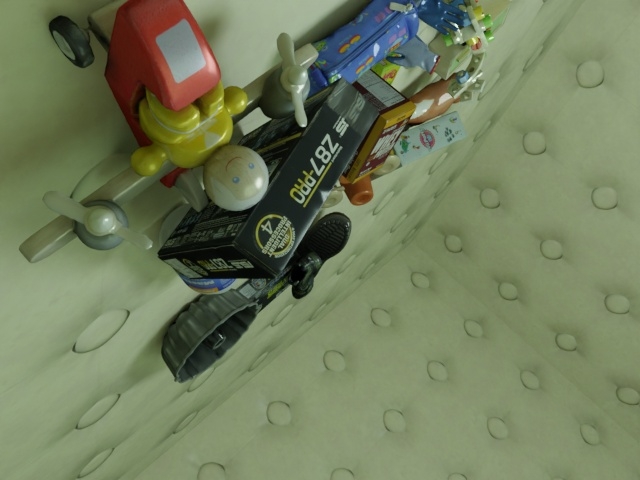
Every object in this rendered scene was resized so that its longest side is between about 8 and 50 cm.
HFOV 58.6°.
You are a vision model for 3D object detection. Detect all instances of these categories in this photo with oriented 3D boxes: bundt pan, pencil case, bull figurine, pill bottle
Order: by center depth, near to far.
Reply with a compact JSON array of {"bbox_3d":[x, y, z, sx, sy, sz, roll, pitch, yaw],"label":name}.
[{"bbox_3d":[0.073,-0.389,1.135,0.306,0.119,0.133,-43,-165,-19],"label":"pencil case"},{"bbox_3d":[-0.254,0.034,1.274,0.152,0.152,0.272,-43,165,-15],"label":"pill bottle"},{"bbox_3d":[-0.345,0.269,1.715,0.331,0.124,0.331,-44,166,-14],"label":"bundt pan"},{"bbox_3d":[0.319,-0.417,1.753,0.310,0.101,0.188,-26,-177,-6],"label":"bull figurine"}]

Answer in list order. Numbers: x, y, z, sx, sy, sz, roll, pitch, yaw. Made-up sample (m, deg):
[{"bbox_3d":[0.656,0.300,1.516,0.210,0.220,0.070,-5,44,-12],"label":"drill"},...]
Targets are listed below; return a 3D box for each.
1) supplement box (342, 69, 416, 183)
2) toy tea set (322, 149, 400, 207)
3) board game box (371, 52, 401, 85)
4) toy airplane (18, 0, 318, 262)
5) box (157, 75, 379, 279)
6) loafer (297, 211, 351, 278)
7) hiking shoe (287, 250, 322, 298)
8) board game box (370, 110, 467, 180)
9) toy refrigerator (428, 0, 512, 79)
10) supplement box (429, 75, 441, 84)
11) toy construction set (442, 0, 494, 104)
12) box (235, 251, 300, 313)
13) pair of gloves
[{"bbox_3d":[0.077,-0.276,1.311,0.129,0.194,0.191,-33,160,-43],"label":"supplement box"},{"bbox_3d":[0.105,-0.227,1.643,0.200,0.124,0.336,1,146,-31],"label":"toy tea set"},{"bbox_3d":[0.141,-0.397,1.482,0.092,0.043,0.181,-35,162,-38],"label":"board game box"},{"bbox_3d":[-0.183,-0.130,0.788,0.386,0.272,0.384,-53,165,22],"label":"toy airplane"},{"bbox_3d":[-0.110,-0.085,0.978,0.395,0.097,0.318,-9,-132,59],"label":"box"},{"bbox_3d":[0.000,0.000,2.046,0.366,0.133,0.130,-48,-167,46],"label":"loafer"},{"bbox_3d":[-0.079,0.131,2.001,0.114,0.086,0.227,-21,146,-37],"label":"hiking shoe"},{"bbox_3d":[0.276,-0.293,1.797,0.303,0.098,0.224,-26,-176,-31],"label":"board game box"},{"bbox_3d":[0.436,-0.605,1.675,0.269,0.094,0.102,-44,166,-10],"label":"toy refrigerator"},{"bbox_3d":[0.393,-0.516,1.910,0.098,0.036,0.062,-46,166,-5],"label":"supplement box"},{"bbox_3d":[0.383,-0.521,1.476,0.151,0.215,0.328,-14,147,10],"label":"toy construction set"},{"bbox_3d":[-0.193,0.164,2.005,0.270,0.060,0.216,-40,164,-27],"label":"box"},{"bbox_3d":[0.235,-0.489,1.315,0.198,0.159,0.023,-60,-166,27],"label":"pair of gloves"}]
